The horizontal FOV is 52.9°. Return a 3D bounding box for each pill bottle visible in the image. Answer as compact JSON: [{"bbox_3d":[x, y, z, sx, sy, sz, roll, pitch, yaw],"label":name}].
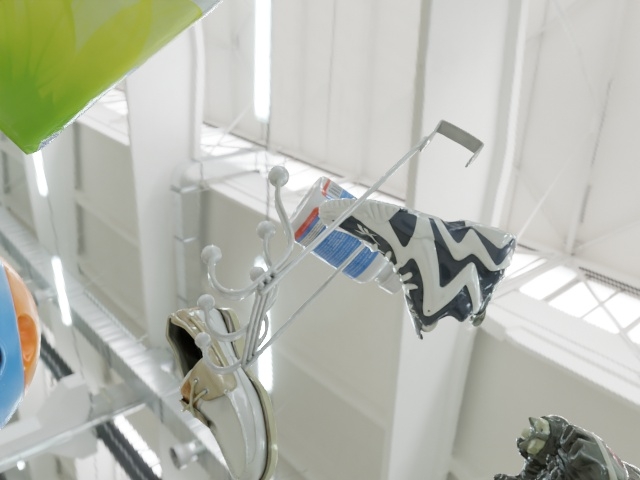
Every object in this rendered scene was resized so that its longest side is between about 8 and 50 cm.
[{"bbox_3d":[0.059,-0.002,1.111,0.221,0.124,0.124,35,-40,-8],"label":"pill bottle"}]

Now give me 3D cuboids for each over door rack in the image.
[{"bbox_3d":[0.000,0.000,0.721,0.108,0.324,0.239,51,-26,16],"label":"over door rack"}]

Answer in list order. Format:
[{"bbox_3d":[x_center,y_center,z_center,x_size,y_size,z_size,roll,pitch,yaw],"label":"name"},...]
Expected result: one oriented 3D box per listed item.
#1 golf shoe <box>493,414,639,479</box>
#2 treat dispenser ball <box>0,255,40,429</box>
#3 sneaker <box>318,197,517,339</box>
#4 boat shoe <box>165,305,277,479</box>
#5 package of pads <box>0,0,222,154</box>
[{"bbox_3d":[0.166,0.171,0.285,0.120,0.273,0.105,31,-80,-3],"label":"golf shoe"},{"bbox_3d":[-0.475,0.121,0.731,0.288,0.288,0.288,24,-58,45],"label":"treat dispenser ball"},{"bbox_3d":[0.102,0.038,0.768,0.094,0.235,0.153,-113,-145,-83],"label":"sneaker"},{"bbox_3d":[-0.151,0.216,0.918,0.113,0.103,0.302,-63,-144,26],"label":"boat shoe"},{"bbox_3d":[-0.218,-0.241,0.434,0.296,0.229,0.101,50,16,-28],"label":"package of pads"}]
